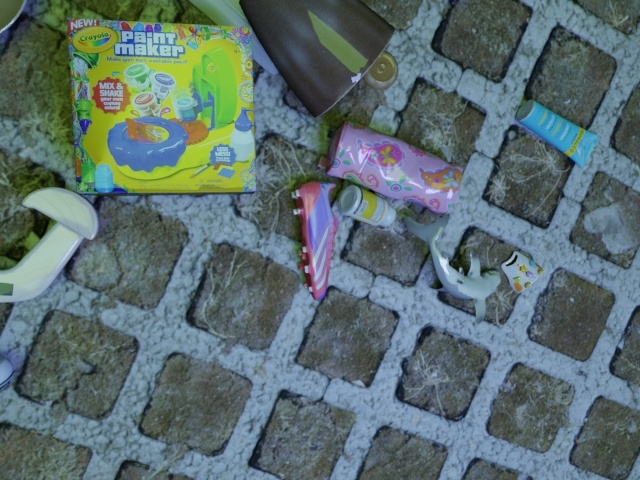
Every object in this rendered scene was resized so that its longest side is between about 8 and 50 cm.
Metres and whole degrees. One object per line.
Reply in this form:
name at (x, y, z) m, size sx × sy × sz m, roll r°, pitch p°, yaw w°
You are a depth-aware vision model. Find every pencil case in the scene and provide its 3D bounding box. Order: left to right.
pencil case at (0.145, -0.148, 0.956) m, size 0.284 × 0.124 × 0.124 m, roll 18°, pitch 92°, yaw -10°

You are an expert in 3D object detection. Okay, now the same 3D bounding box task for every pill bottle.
pill bottle at (0.099, -0.067, 0.965) m, size 0.116 × 0.065 × 0.065 m, roll 20°, pitch 91°, yaw -34°

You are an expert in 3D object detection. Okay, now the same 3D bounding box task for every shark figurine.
shark figurine at (0.271, 0.074, 1.000) m, size 0.278 × 0.116 × 0.166 m, roll 36°, pitch 62°, yaw -27°

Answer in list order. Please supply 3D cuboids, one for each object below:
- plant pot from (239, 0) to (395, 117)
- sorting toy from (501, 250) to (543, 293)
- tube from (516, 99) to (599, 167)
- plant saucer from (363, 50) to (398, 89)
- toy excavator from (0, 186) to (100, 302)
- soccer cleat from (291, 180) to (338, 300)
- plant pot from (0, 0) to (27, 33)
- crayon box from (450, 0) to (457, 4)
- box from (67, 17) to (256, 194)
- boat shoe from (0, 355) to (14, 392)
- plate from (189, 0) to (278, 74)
plant pot at (-0.024, -0.381, 0.836) m, size 0.230 × 0.215 × 0.215 m, roll 39°, pitch 87°, yaw -19°
sorting toy at (0.461, 0.066, 1.072) m, size 0.075 × 0.045 × 0.083 m, roll 44°, pitch 86°, yaw 8°
tube at (0.539, -0.246, 1.053) m, size 0.207 × 0.052 × 0.080 m, roll 24°, pitch 101°, yaw -17°
plant saucer at (0.127, -0.363, 0.981) m, size 0.084 × 0.015 × 0.083 m, roll -1°, pitch 95°, yaw -10°
toy excavator at (-0.648, 0.099, 0.808) m, size 0.446 × 0.222 × 0.432 m, roll 7°, pitch 90°, yaw -23°
soccer cleat at (0.000, 0.000, 0.961) m, size 0.095 × 0.083 × 0.247 m, roll -8°, pitch 94°, yaw -14°
plant pot at (-0.646, -0.481, 0.727) m, size 0.284 × 0.284 × 0.191 m, roll -45°, pitch 66°, yaw -4°
crayon box at (0.351, -0.677, 0.961) m, size 0.319 × 0.081 × 0.202 m, roll -38°, pitch 100°, yaw -4°
box at (-0.268, -0.222, 0.842) m, size 0.290 × 0.177 × 0.279 m, roll -2°, pitch 94°, yaw -10°
boat shoe at (-0.698, 0.325, 0.855) m, size 0.335 × 0.121 × 0.119 m, roll -27°, pitch 107°, yaw 4°
plate at (-0.107, -0.523, 0.911) m, size 0.278 × 0.045 × 0.277 m, roll 40°, pitch 88°, yaw -11°
